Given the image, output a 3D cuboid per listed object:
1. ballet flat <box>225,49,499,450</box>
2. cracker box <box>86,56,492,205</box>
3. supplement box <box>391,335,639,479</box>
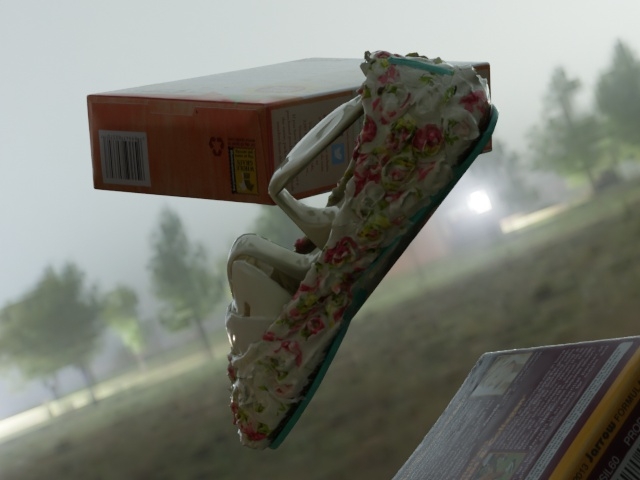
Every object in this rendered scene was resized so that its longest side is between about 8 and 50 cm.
[{"bbox_3d":[0.000,0.000,0.920,0.241,0.077,0.091,-57,11,24],"label":"ballet flat"},{"bbox_3d":[-0.015,-0.075,1.194,0.156,0.067,0.232,6,15,40],"label":"cracker box"},{"bbox_3d":[0.117,0.113,0.880,0.104,0.081,0.188,-52,12,-17],"label":"supplement box"}]
